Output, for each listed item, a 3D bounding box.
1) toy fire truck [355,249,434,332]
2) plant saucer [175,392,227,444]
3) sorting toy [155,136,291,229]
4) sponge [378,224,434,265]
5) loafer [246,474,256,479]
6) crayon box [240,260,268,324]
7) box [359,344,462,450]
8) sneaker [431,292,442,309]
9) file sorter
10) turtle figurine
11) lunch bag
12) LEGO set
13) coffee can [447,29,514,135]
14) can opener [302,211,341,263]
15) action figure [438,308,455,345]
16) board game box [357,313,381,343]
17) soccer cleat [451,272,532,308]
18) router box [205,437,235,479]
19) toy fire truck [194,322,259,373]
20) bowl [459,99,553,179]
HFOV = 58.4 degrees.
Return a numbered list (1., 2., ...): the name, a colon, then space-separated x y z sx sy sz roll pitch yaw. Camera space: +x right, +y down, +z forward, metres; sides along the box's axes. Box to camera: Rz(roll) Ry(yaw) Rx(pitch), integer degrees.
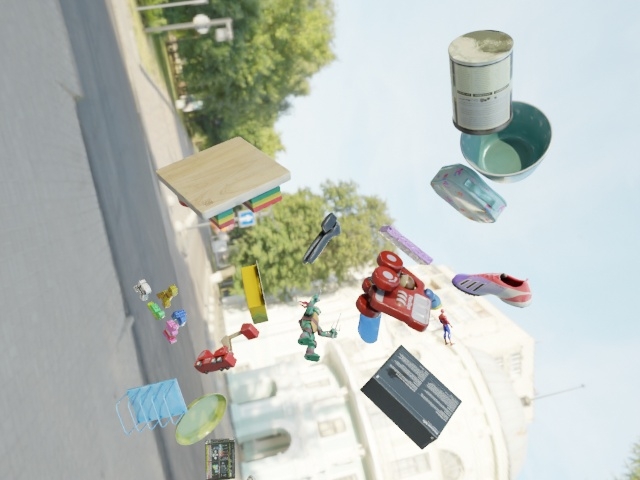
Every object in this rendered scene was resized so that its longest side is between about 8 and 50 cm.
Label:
1. toy fire truck: 0.283 0.187 2.057 0.169 0.254 0.302 -63 179 30
2. plant saucer: -0.472 0.687 2.233 0.037 0.241 0.240 33 -37 32
3. sorting toy: -0.249 -0.144 1.488 0.255 0.257 0.089 38 -35 40
4. sponge: 0.316 0.019 2.135 0.210 0.031 0.117 38 -8 -7
5. loafer: -0.236 0.851 1.937 0.045 0.039 0.125 14 -60 34
6. crayon box: -0.306 0.247 2.666 0.323 0.083 0.203 95 -18 -66
7. box: 0.283 0.486 1.789 0.261 0.184 0.103 43 -48 12
8. sneaker: 0.409 0.234 2.388 0.209 0.069 0.082 4 -47 49
9. file sorter: -0.524 0.519 1.773 0.104 0.171 0.118 -64 139 -77
10. turtle figurine: -0.016 0.281 1.920 0.175 0.118 0.234 52 33 -26
11. lunch bag: 0.581 -0.180 2.223 0.279 0.107 0.224 38 -9 -11
12. LEGO set: -0.484 0.198 1.806 0.227 0.087 0.093 50 -51 15
13. coffee can: 0.528 -0.514 1.878 0.201 0.202 0.275 -110 -178 -45
14. can opener: 0.000 0.000 1.739 0.073 0.186 0.059 45 -26 -22
15. action figure: 0.384 0.263 1.749 0.038 0.030 0.115 0 -71 61
16. board game box: 0.184 0.327 2.282 0.033 0.133 0.168 -10 -120 43
17. soccer cleat: 0.654 0.161 2.195 0.318 0.109 0.116 16 -50 37
18. router box: -0.314 0.685 1.793 0.038 0.092 0.122 170 -81 -78
19. toy fire truck: -0.285 0.326 1.731 0.047 0.192 0.135 52 37 -30
20. bowl: 0.665 -0.326 2.044 0.163 0.312 0.311 51 19 -58
